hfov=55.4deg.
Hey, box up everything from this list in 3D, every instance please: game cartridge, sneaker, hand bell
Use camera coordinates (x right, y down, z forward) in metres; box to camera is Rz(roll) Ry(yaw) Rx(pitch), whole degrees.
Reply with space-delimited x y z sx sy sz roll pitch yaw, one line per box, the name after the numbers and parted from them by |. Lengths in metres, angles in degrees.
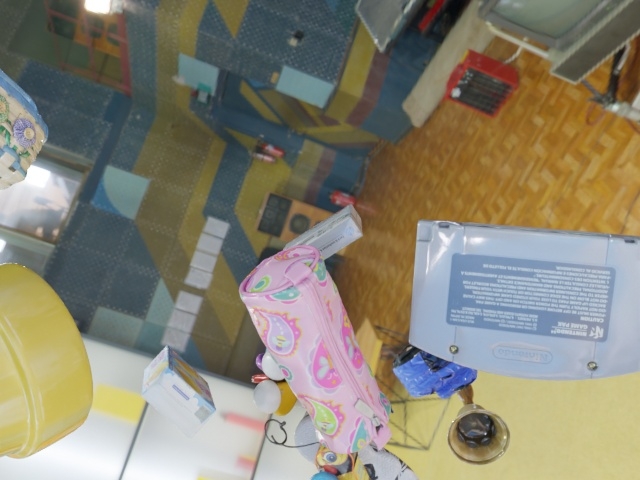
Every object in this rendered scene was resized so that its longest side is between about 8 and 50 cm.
0.269 0.081 0.804 0.062 0.297 0.198 -43 -43 -72 | game cartridge
0.100 0.515 1.511 0.137 0.365 0.210 -54 6 9 | sneaker
0.327 0.368 1.341 0.242 0.126 0.126 -74 5 -75 | hand bell

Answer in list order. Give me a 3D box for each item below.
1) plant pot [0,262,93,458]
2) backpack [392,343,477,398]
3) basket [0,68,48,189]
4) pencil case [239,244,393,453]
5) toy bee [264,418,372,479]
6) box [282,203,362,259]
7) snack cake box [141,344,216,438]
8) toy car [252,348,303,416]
-0.460 0.181 0.755 0.239 0.254 0.254 -24 -33 -50 | plant pot
0.178 0.193 0.943 0.120 0.101 0.098 -35 -9 18 | backpack
-0.664 -0.247 1.198 0.255 0.201 0.289 55 -163 -54 | basket
0.002 0.148 0.801 0.124 0.124 0.284 -95 -19 -69 | pencil case
0.041 0.470 1.253 0.162 0.298 0.195 -36 30 24 | toy bee
0.000 0.000 1.021 0.145 0.038 0.186 -32 8 7 | box
-0.343 0.357 1.467 0.089 0.152 0.264 -47 12 -9 | snack cake box
-0.099 0.316 1.449 0.136 0.159 0.182 19 97 41 | toy car
